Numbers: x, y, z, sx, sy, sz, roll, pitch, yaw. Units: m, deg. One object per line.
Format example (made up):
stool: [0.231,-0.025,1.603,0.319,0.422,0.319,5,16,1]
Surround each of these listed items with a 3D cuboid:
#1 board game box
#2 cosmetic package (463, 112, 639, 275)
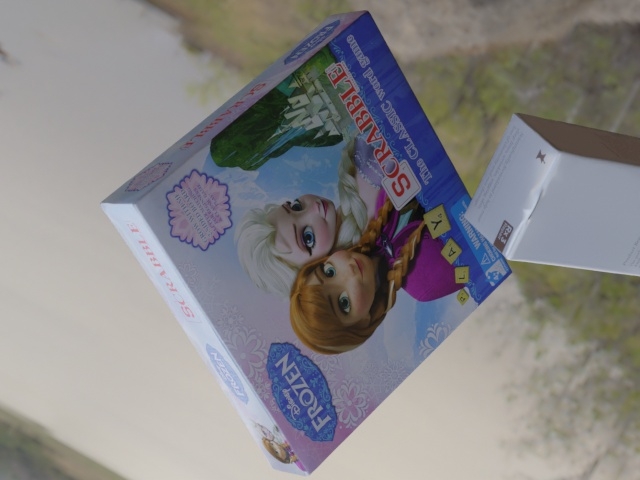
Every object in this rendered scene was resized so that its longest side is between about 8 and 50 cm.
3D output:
board game box: [0.000,0.000,1.524,0.066,0.318,0.318,1,129,55]
cosmetic package: [0.259,-0.038,1.504,0.231,0.117,0.085,9,-154,-36]
